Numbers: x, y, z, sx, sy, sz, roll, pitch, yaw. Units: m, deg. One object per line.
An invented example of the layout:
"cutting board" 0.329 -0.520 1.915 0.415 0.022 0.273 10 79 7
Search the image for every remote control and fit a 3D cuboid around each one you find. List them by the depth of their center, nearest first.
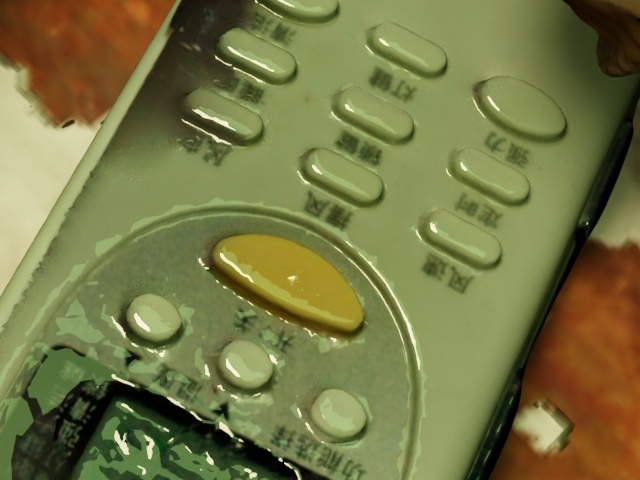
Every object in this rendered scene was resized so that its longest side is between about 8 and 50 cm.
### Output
"remote control" 0.000 0.000 0.506 0.140 0.056 0.296 28 66 -2

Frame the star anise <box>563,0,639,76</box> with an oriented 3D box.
"star anise" 0.126 -0.133 0.506 0.315 0.108 0.315 21 58 -38
